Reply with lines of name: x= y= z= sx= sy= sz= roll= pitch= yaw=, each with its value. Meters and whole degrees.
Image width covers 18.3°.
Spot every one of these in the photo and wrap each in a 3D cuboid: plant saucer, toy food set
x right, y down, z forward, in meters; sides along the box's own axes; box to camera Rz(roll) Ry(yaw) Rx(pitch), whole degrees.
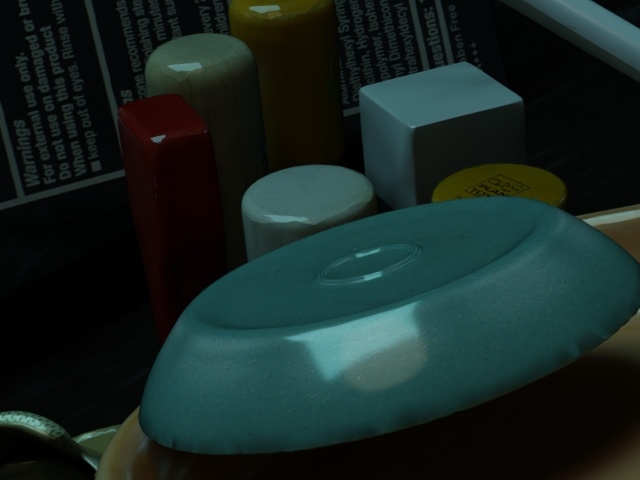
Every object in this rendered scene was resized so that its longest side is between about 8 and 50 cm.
plant saucer: x=0.013 y=0.014 z=0.449 sx=0.119 sy=0.021 sz=0.119 roll=-15 pitch=14 yaw=4
plant saucer: x=0.050 y=0.038 z=0.435 sx=0.200 sy=0.037 sz=0.200 roll=-16 pitch=13 yaw=4
toy food set: x=0.000 y=0.000 z=0.658 sx=0.111 sy=0.104 sz=0.232 roll=-16 pitch=28 yaw=-19

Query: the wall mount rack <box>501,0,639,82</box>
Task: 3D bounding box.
wall mount rack: x=0.163 y=-0.113 z=0.570 sx=0.304 sy=0.130 sz=0.350 roll=-6 pitch=16 yaw=35

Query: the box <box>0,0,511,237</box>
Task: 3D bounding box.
box: x=-0.110 y=-0.168 z=0.862 sx=0.294 sy=0.296 sz=0.183 roll=-16 pitch=11 yaw=-17

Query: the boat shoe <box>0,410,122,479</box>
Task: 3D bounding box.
boat shoe: x=-0.060 y=0.071 z=0.478 sx=0.068 sy=0.072 sz=0.190 roll=-26 pitch=13 yaw=0
